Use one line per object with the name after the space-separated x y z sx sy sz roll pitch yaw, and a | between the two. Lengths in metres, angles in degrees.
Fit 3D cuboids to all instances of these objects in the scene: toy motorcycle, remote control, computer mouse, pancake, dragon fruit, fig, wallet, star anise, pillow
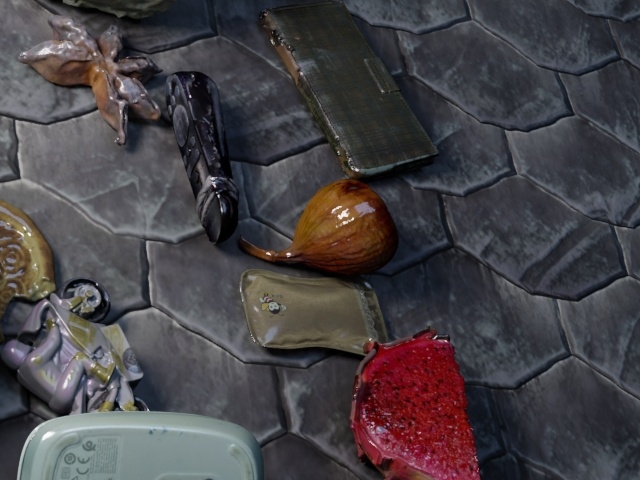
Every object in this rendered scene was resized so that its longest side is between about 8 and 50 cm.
-0.289 0.143 1.666 0.152 0.073 0.225 -7 61 -32 | toy motorcycle
-0.148 -0.114 1.944 0.066 0.090 0.266 -8 62 -19 | remote control
-0.198 0.268 1.604 0.288 0.097 0.159 4 93 -23 | computer mouse
-0.420 0.027 1.699 0.212 0.029 0.235 35 43 -4 | pancake
0.097 0.236 1.828 0.161 0.126 0.274 9 43 -16 | dragon fruit
0.000 0.000 1.945 0.201 0.146 0.133 -23 90 -20 | fig
0.040 -0.230 2.194 0.169 0.044 0.317 -14 64 -36 | wallet
-0.293 -0.238 1.962 0.208 0.063 0.172 41 43 0 | star anise
-0.007 0.095 1.918 0.217 0.033 0.130 6 54 -30 | pillow

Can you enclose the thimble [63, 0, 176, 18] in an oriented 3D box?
-0.276 -0.457 2.003 0.195 0.291 0.291 9 53 -30 | thimble
